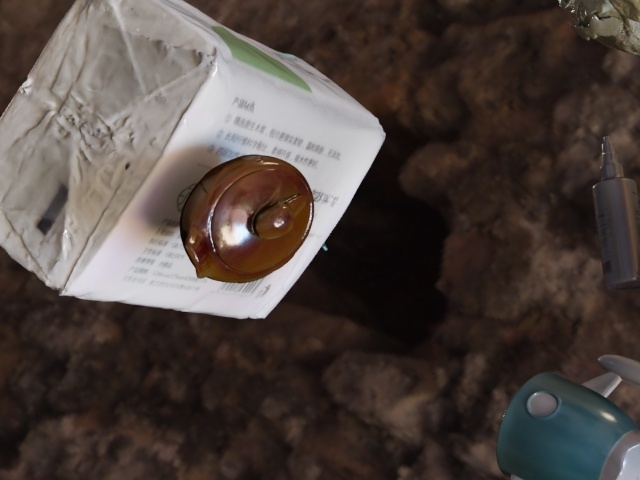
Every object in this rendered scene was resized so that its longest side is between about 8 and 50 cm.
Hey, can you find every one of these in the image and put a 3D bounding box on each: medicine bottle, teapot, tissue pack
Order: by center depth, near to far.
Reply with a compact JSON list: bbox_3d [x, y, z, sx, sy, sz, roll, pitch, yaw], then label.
[{"bbox_3d":[-0.056,-0.014,1.084,0.129,0.098,0.078,-29,-158,-30],"label":"teapot"},{"bbox_3d":[-0.126,-0.074,1.314,0.194,0.356,0.266,39,-80,26],"label":"tissue pack"},{"bbox_3d":[0.377,-0.038,1.751,0.057,0.057,0.199,-19,-111,41],"label":"medicine bottle"}]

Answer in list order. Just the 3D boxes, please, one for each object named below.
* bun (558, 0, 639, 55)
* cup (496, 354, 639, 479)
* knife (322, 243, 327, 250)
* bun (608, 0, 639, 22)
[{"bbox_3d":[0.398,-0.343,1.699,0.239,0.141,0.239,-25,-132,32],"label":"bun"},{"bbox_3d":[0.346,0.275,1.813,0.173,0.167,0.300,23,-116,41],"label":"cup"},{"bbox_3d":[0.000,0.000,1.712,0.005,0.014,0.091,-40,-166,3],"label":"knife"},{"bbox_3d":[0.380,-0.278,1.554,0.115,0.069,0.115,-14,-150,9],"label":"bun"}]
